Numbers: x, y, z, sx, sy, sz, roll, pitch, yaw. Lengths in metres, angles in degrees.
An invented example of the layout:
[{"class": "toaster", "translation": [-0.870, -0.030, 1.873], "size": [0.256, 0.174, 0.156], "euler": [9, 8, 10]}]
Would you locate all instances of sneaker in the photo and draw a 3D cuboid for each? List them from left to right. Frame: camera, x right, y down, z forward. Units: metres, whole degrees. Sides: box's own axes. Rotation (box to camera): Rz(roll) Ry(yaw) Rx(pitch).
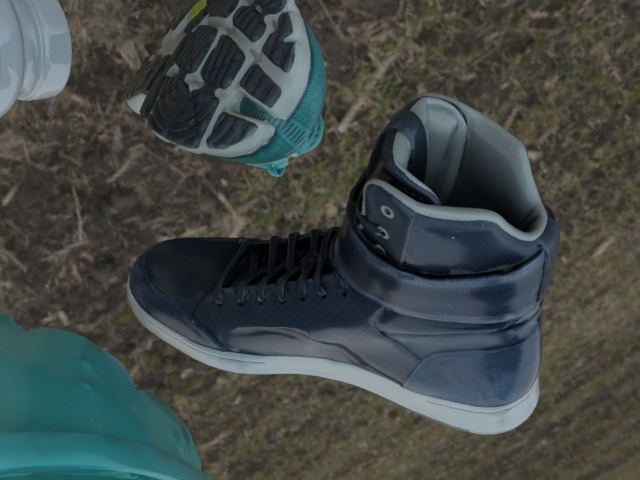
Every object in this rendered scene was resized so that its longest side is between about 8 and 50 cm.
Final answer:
[{"class": "sneaker", "translation": [-0.041, -0.092, 0.562], "size": [0.110, 0.275, 0.107], "euler": [33, 92, -20]}, {"class": "sneaker", "translation": [0.001, -0.001, 0.445], "size": [0.226, 0.086, 0.163], "euler": [12, 138, 15]}]

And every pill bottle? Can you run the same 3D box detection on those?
[{"class": "pill bottle", "translation": [-0.214, -0.100, 0.483], "size": [0.152, 0.086, 0.086], "euler": [-16, 151, -43]}]

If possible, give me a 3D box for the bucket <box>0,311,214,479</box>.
[{"class": "bucket", "translation": [-0.162, 0.174, 0.359], "size": [0.281, 0.183, 0.281], "euler": [-3, 102, -16]}]
